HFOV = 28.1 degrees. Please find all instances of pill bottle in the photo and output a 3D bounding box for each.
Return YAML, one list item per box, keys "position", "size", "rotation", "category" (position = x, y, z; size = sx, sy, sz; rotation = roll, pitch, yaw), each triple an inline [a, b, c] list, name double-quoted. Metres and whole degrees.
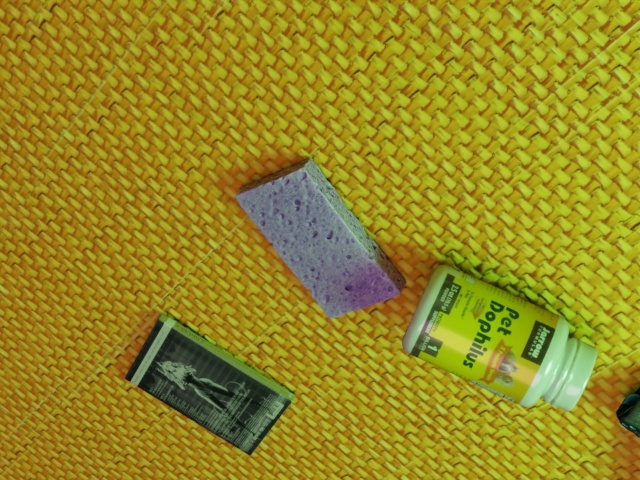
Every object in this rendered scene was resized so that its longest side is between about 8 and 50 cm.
- position: [0.214, 0.121, 1.523]
  size: [0.215, 0.117, 0.117]
  rotation: [24, 134, 5]
  category: "pill bottle"

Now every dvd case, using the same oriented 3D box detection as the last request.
- position: [-0.163, 0.210, 1.845]
  size: [0.221, 0.018, 0.164]
  rotation: [32, 135, -3]
  category: "dvd case"

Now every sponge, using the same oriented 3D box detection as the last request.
- position: [0.000, 0.000, 1.584]
  size: [0.117, 0.031, 0.210]
  rotation: [-22, 115, 37]
  category: "sponge"

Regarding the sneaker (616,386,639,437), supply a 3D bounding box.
- position: [0.415, 0.249, 1.569]
  size: [0.121, 0.079, 0.217]
  rotation: [19, 125, 14]
  category: "sneaker"
